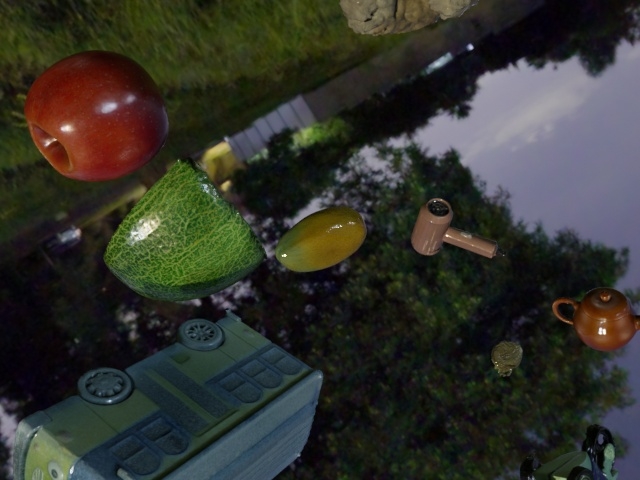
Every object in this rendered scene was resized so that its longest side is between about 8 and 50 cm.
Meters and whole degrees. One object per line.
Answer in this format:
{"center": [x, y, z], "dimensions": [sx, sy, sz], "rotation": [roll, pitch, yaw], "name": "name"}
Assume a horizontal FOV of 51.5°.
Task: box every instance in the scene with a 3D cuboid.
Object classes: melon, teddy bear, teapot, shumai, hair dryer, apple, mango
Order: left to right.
{"center": [-0.375, -0.208, 1.124], "dimensions": [0.201, 0.218, 0.218], "rotation": [-44, -167, -32], "name": "apple"}
{"center": [-0.172, 0.024, 0.865], "dimensions": [0.169, 0.129, 0.265], "rotation": [-40, 170, -9], "name": "melon"}
{"center": [0.000, 0.000, 1.329], "dimensions": [0.195, 0.092, 0.130], "rotation": [-18, 137, -23], "name": "mango"}
{"center": [0.237, -0.515, 1.123], "dimensions": [0.368, 0.224, 0.357], "rotation": [-10, -123, 44], "name": "teddy bear"}
{"center": [0.270, -0.008, 1.269], "dimensions": [0.117, 0.182, 0.064], "rotation": [99, 12, -54], "name": "hair dryer"}
{"center": [0.475, 0.304, 1.714], "dimensions": [0.083, 0.082, 0.080], "rotation": [-37, 165, -17], "name": "shumai"}
{"center": [0.507, 0.132, 1.197], "dimensions": [0.173, 0.116, 0.116], "rotation": [8, -148, 31], "name": "teapot"}

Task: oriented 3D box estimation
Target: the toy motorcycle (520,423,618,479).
{"center": [0.408, 0.437, 1.074], "dimensions": [0.331, 0.196, 0.125], "rotation": [-17, -173, -43], "name": "toy motorcycle"}

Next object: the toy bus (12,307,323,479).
{"center": [-0.159, 0.223, 0.752], "dimensions": [0.312, 0.190, 0.151], "rotation": [-24, 136, -50], "name": "toy bus"}
